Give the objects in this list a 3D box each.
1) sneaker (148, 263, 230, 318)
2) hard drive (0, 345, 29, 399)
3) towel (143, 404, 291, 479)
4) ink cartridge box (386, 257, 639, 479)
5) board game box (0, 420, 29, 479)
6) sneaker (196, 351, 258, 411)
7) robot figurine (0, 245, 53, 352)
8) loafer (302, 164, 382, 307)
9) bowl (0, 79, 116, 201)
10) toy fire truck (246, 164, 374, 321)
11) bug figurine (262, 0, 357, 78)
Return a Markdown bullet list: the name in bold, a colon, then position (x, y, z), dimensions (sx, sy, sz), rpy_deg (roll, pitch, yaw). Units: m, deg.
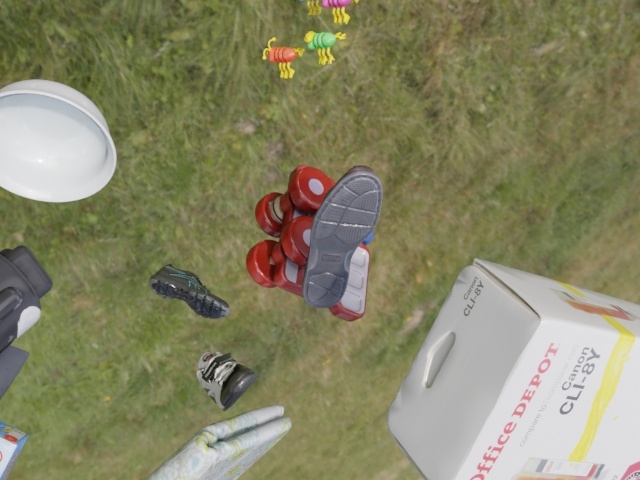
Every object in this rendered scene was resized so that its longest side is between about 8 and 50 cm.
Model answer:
- **sneaker**: position (-0.394, 0.150, 2.363), dimensions (0.106, 0.267, 0.101), rpy_deg (-59, 173, -47)
- **hard drive**: position (-0.646, 0.291, 1.354), dimensions (0.172, 0.255, 0.054), rpy_deg (-5, 135, 37)
- **towel**: position (-0.252, 0.486, 1.615), dimensions (0.320, 0.090, 0.374), rpy_deg (-47, 162, 16)
- **ink cartridge box**: position (0.324, 0.213, 1.041), dimensions (0.384, 0.160, 0.279), rpy_deg (14, 108, -30)
- **board game box**: position (-0.933, 0.554, 1.876), dimensions (0.308, 0.302, 0.086), rpy_deg (-62, -178, 1)
- **sneaker**: position (-0.260, 0.354, 1.976), dimensions (0.122, 0.146, 0.330), rpy_deg (-44, -179, -22)
- **robot figurine**: position (-0.604, 0.122, 1.315), dimensions (0.278, 0.173, 0.209), rpy_deg (-48, 170, -39)
- **loafer**: position (0.027, -0.016, 1.369), dimensions (0.109, 0.095, 0.302), rpy_deg (11, 125, -13)
- **bowl**: position (-0.566, -0.228, 1.587), dimensions (0.298, 0.134, 0.298), rpy_deg (-1, 138, -1)
- **toy fire truck**: position (0.000, 0.000, 1.615), dimensions (0.254, 0.302, 0.169), rpy_deg (27, 143, -27)
- **bug figurine**: position (-0.022, -0.537, 1.876), dimensions (0.072, 0.216, 0.279), rpy_deg (38, 67, -46)
